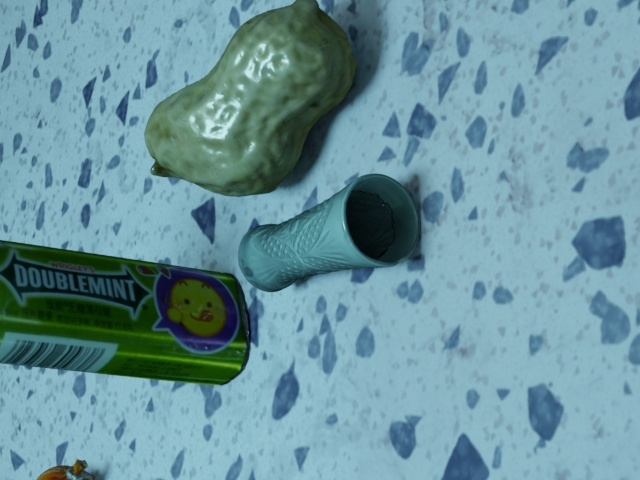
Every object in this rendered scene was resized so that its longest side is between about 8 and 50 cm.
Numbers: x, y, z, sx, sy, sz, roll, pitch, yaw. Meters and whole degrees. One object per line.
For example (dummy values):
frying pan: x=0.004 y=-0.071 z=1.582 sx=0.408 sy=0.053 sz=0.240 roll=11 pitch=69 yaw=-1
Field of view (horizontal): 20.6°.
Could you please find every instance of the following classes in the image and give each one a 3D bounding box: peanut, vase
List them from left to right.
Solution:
peanut: x=-0.070 y=-0.140 z=1.927 sx=0.291 sy=0.143 sz=0.159 roll=-37 pitch=87 yaw=36
vase: x=0.000 y=0.000 z=1.834 sx=0.219 sy=0.096 sz=0.096 roll=-19 pitch=67 yaw=53

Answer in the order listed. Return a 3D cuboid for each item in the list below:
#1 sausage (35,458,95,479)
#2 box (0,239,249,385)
sausage: x=-0.361 y=0.393 z=2.225 sx=0.312 sy=0.093 sz=0.093 roll=-58 pitch=41 yaw=25
box: x=-0.247 y=0.078 z=1.928 sx=0.097 sy=0.346 sz=0.134 roll=-39 pitch=52 yaw=43
